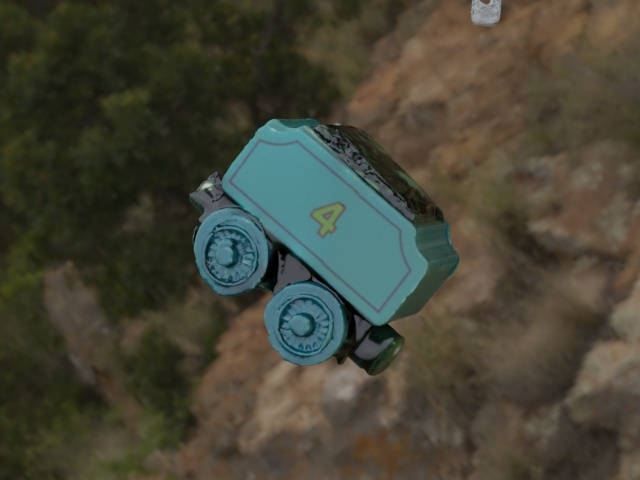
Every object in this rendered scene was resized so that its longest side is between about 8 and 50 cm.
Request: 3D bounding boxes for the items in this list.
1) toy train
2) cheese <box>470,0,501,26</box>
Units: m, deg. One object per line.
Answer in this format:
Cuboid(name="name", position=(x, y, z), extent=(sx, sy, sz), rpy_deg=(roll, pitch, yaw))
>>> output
Cuboid(name="toy train", position=(0.000, 0.000, 1.262), extent=(0.154, 0.198, 0.107), rpy_deg=(-50, -13, 16))
Cuboid(name="cheese", position=(0.213, -0.383, 2.113), extent=(0.127, 0.054, 0.252), rpy_deg=(5, 75, -2))
